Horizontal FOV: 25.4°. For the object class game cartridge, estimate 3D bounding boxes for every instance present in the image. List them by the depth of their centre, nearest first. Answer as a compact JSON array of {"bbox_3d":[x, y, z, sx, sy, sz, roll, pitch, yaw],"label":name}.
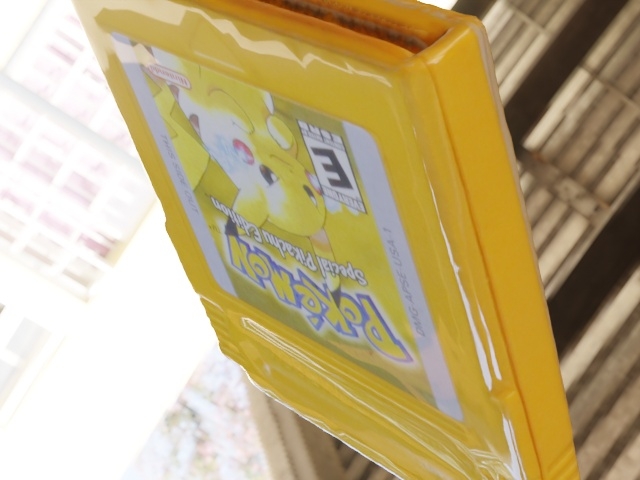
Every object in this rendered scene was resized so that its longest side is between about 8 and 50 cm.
[{"bbox_3d":[0.000,0.000,0.749,0.052,0.324,0.285,-37,-140,-25],"label":"game cartridge"}]
